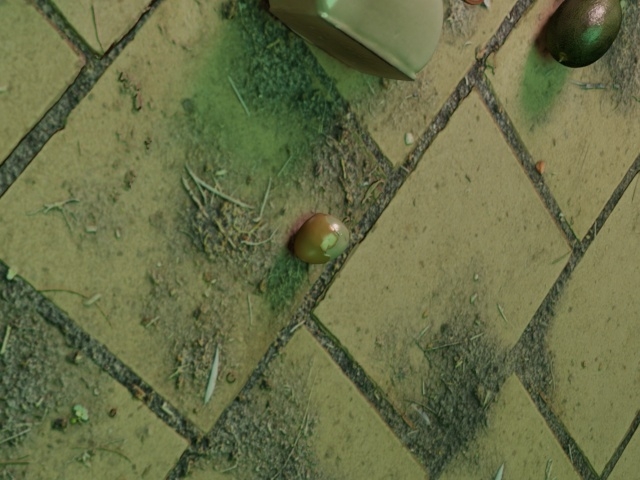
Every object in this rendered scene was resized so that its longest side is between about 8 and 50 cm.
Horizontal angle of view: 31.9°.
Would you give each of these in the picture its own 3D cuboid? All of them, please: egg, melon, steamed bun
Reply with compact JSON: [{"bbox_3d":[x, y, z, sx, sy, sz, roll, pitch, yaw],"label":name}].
[{"bbox_3d":[0.000,0.000,1.636,0.083,0.071,0.071,-43,128,-22],"label":"egg"},{"bbox_3d":[0.450,-0.362,1.919,0.167,0.114,0.114,-54,132,-21],"label":"melon"},{"bbox_3d":[0.058,-0.336,1.537,0.242,0.146,0.164,24,85,-43],"label":"steamed bun"}]

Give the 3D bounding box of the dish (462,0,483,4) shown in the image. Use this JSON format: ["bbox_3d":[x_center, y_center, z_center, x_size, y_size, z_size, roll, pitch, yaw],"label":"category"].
[{"bbox_3d":[0.171,-0.465,1.618,0.260,0.085,0.260,11,78,-59],"label":"dish"}]
